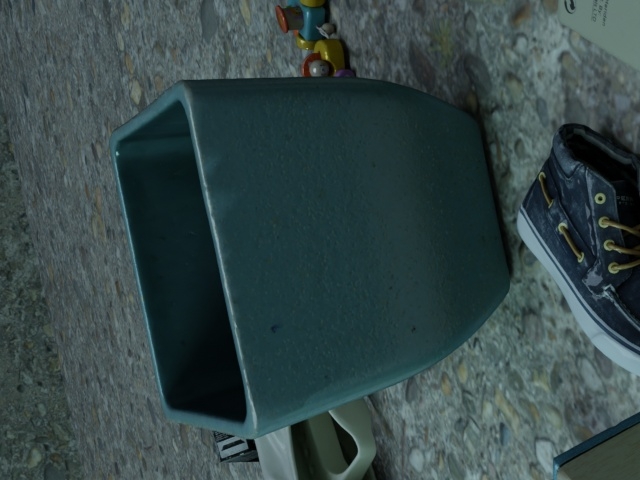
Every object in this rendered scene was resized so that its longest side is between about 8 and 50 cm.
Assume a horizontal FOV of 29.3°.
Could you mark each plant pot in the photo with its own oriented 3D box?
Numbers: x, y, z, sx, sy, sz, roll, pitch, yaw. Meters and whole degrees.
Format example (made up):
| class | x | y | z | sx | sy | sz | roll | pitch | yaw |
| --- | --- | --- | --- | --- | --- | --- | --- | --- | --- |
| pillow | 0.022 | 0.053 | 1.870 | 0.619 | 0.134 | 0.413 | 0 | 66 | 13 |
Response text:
| class | x | y | z | sx | sy | sz | roll | pitch | yaw |
| --- | --- | --- | --- | --- | --- | --- | --- | --- | --- |
| plant pot | 0.000 | 0.000 | 0.970 | 0.247 | 0.252 | 0.248 | 168 | 91 | -67 |

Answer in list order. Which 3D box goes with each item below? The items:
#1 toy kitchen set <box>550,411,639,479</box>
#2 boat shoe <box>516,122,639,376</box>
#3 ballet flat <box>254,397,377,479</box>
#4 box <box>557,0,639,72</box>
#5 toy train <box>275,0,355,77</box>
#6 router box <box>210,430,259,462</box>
| class | x | y | z | sx | sy | sz | roll | pitch | yaw |
| --- | --- | --- | --- | --- | --- | --- | --- | --- | --- |
| toy kitchen set | 0.167 | 0.164 | 0.764 | 0.166 | 0.122 | 0.207 | 41 | 147 | 50 |
| boat shoe | 0.188 | 0.006 | 0.769 | 0.183 | 0.065 | 0.083 | 55 | 144 | 41 |
| ballet flat | 0.020 | 0.264 | 1.243 | 0.139 | 0.139 | 0.400 | 120 | 135 | -58 |
| box | 0.231 | -0.100 | 0.556 | 0.275 | 0.113 | 0.094 | -128 | 34 | -50 |
| toy train | -0.017 | -0.170 | 1.201 | 0.125 | 0.046 | 0.166 | 139 | 117 | -64 |
| router box | -0.080 | 0.184 | 1.400 | 0.179 | 0.046 | 0.133 | 27 | -137 | -68 |
